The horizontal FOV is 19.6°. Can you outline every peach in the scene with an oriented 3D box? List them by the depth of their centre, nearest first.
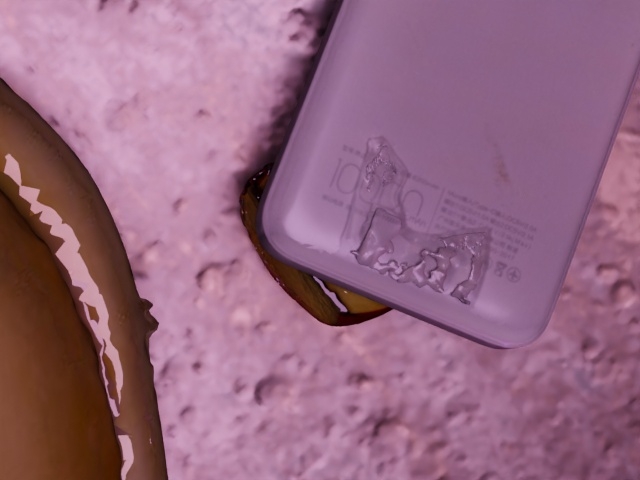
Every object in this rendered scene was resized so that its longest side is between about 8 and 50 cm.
[{"bbox_3d":[0.000,0.000,0.860,0.083,0.050,0.077,14,78,-16],"label":"peach"}]

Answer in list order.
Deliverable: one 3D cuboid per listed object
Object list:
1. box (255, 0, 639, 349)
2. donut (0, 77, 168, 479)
[{"bbox_3d":[0.081,-0.102,0.846,0.142,0.044,0.285,23,80,-9],"label":"box"},{"bbox_3d":[-0.264,0.110,0.756,0.449,0.198,0.448,-1,97,-8],"label":"donut"}]
